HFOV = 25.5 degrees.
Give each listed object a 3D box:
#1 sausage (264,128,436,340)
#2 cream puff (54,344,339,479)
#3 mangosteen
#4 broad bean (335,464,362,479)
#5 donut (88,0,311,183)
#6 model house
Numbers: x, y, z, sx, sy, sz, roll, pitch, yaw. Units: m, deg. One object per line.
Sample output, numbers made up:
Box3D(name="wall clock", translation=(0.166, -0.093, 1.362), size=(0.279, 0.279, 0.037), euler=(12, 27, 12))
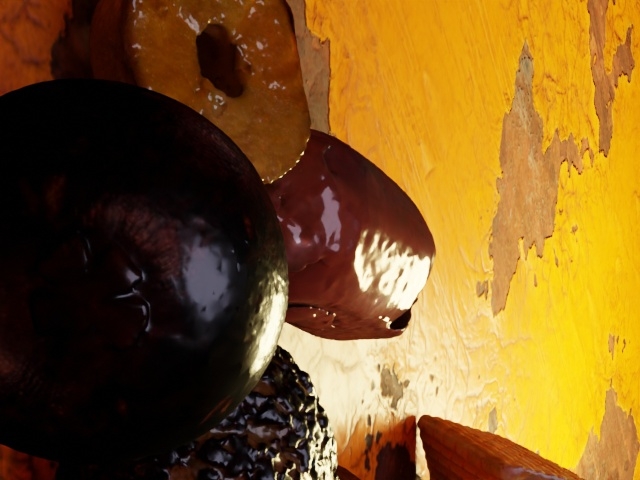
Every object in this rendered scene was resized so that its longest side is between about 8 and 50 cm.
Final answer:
Box3D(name="sausage", translation=(0.000, 0.000, 1.151), size=(0.280, 0.152, 0.152), euler=(30, 66, -60))
Box3D(name="cream puff", translation=(-0.077, 0.175, 0.980), size=(0.239, 0.165, 0.239), euler=(9, 90, -69))
Box3D(name="mangosteen", translation=(-0.133, 0.016, 0.842), size=(0.265, 0.228, 0.228), euler=(-140, -130, -82))
Box3D(name="broad bean", translation=(0.009, 0.269, 1.188), size=(0.228, 0.156, 0.122), euler=(58, 47, -41))
Box3D(name="donut", translation=(-0.088, -0.120, 0.997), size=(0.174, 0.075, 0.190), euler=(-22, 91, -52))
Box3D(name="model house", translation=(0.173, 0.320, 1.513), size=(0.237, 0.202, 0.237), euler=(-44, 115, -5))
